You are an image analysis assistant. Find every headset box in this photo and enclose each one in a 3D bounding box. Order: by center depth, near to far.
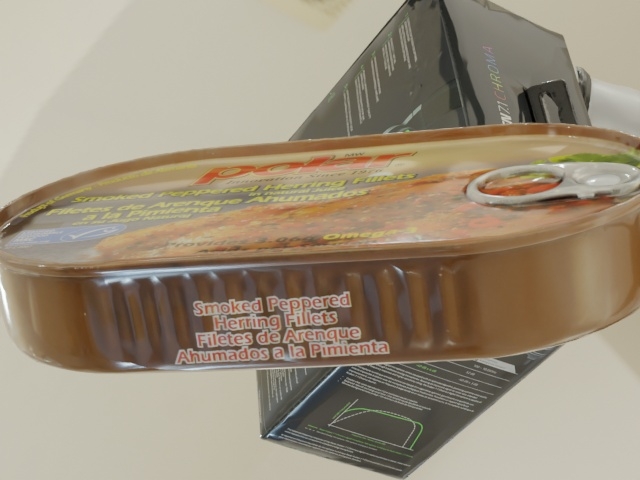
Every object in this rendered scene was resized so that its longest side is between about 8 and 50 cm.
[{"bbox_3d":[0.075,-0.013,1.000,0.131,0.246,0.283,20,-49,-27],"label":"headset box"}]

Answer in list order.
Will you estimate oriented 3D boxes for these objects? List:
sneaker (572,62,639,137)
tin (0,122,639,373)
[{"bbox_3d":[0.236,-0.058,1.309,0.210,0.137,0.366,14,-13,-8],"label":"sneaker"},{"bbox_3d":[0.000,0.000,0.387,0.106,0.190,0.040,-62,-35,-63],"label":"tin"}]
